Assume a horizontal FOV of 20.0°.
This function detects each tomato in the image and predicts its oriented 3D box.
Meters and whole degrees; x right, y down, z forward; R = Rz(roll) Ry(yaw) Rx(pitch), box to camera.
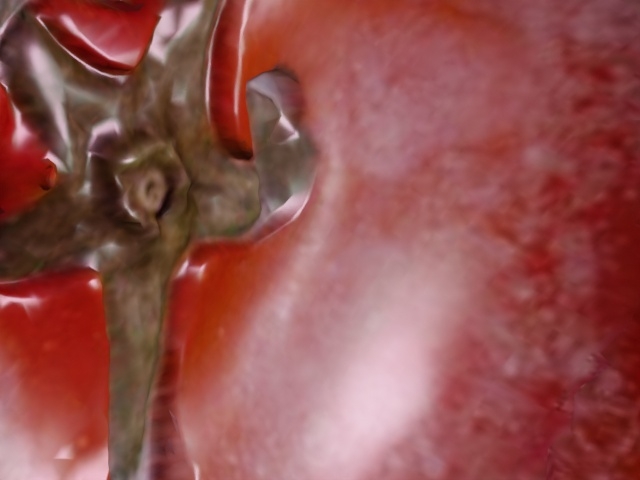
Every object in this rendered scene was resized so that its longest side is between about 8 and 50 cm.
[{"bbox_3d":[0.000,0.000,0.477,0.270,0.227,0.270,-4,81,25],"label":"tomato"}]
